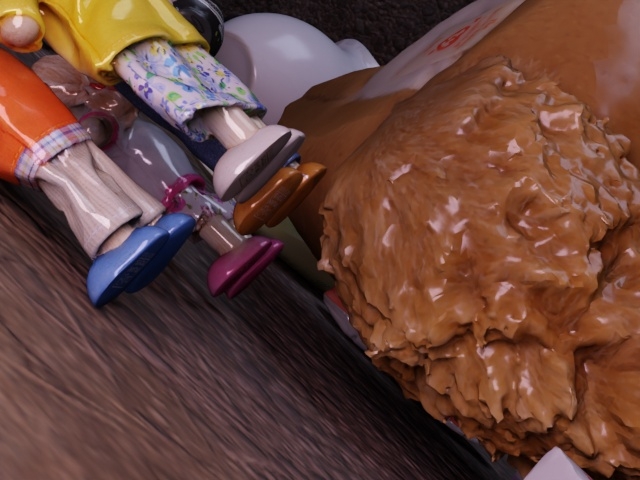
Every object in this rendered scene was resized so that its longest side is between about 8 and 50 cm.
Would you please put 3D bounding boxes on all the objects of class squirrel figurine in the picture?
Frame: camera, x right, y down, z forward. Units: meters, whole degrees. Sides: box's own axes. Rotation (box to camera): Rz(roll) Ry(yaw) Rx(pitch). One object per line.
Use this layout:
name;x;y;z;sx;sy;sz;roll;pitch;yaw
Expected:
squirrel figurine;0.169;0.053;0.885;0.370;0.281;0.397;54;18;-13

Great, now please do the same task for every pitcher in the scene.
pitcher;-0.008;-0.136;1.566;0.178;0.125;0.207;39;23;33

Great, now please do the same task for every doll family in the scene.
doll family;-0.075;-0.073;0.642;0.163;0.118;0.263;44;4;8

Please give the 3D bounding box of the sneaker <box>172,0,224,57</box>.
sneaker;-0.146;-0.229;1.341;0.134;0.146;0.343;41;6;-31

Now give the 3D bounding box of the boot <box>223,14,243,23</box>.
boot;-0.021;-0.108;1.807;0.263;0.091;0.229;57;9;32

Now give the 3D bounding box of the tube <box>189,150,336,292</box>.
tube;0.000;0.000;1.088;0.070;0.062;0.240;-6;-26;38

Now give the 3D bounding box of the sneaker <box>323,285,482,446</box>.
sneaker;0.076;0.069;1.041;0.158;0.065;0.061;42;3;-13

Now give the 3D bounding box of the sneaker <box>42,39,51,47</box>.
sneaker;-0.159;-0.153;1.048;0.054;0.061;0.152;47;6;11

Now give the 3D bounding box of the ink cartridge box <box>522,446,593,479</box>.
ink cartridge box;0.138;0.167;0.681;0.150;0.063;0.109;42;4;-11

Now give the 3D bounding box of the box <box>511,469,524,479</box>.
box;0.248;0.225;1.151;0.324;0.063;0.067;40;4;-42
